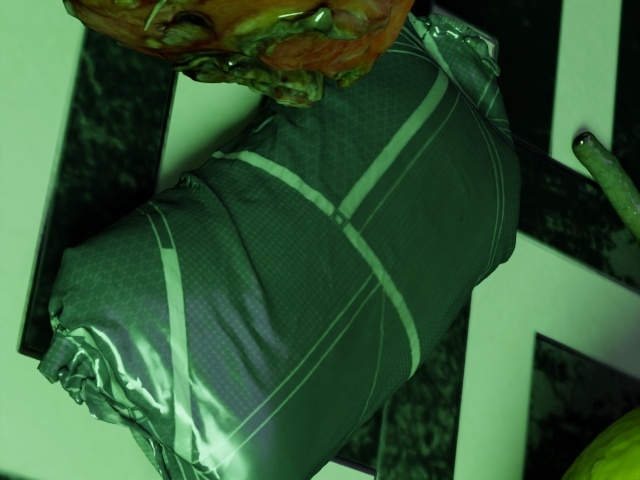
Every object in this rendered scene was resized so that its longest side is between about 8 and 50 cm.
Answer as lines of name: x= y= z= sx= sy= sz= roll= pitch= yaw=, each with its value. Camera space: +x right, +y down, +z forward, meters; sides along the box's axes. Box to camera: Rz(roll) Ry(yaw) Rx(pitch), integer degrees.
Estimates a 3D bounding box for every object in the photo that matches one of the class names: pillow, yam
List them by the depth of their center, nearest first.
pillow: x=0.000 y=0.000 z=0.830 sx=0.161 sy=0.092 sz=0.335 roll=56 pitch=48 yaw=-12
yam: x=0.227 y=0.020 z=1.087 sx=0.234 sy=0.029 sz=0.027 roll=48 pitch=25 yaw=-22

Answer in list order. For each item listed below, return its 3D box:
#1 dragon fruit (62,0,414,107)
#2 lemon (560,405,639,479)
dragon fruit: x=-0.062 y=-0.209 z=0.731 sx=0.315 sy=0.250 sz=0.250 roll=37 pitch=56 yaw=-23
lemon: x=0.253 y=0.219 z=0.850 sx=0.348 sy=0.348 sz=0.348 roll=13 pitch=71 yaw=-41
